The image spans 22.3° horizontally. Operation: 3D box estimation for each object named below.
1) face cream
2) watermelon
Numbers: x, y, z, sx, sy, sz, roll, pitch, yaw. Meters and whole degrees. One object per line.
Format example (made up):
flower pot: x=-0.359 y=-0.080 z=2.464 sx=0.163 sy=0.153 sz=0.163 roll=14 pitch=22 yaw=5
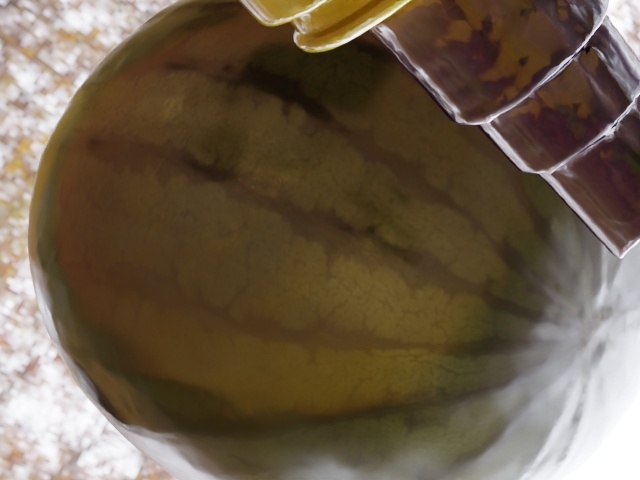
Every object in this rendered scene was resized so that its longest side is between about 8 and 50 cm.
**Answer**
face cream: x=-0.013 y=-0.102 z=0.320 sx=0.078 sy=0.273 sz=0.078 roll=-39 pitch=-163 yaw=14
watermelon: x=0.000 y=0.000 z=0.814 sx=0.359 sy=0.279 sz=0.278 roll=9 pitch=-109 yaw=49
